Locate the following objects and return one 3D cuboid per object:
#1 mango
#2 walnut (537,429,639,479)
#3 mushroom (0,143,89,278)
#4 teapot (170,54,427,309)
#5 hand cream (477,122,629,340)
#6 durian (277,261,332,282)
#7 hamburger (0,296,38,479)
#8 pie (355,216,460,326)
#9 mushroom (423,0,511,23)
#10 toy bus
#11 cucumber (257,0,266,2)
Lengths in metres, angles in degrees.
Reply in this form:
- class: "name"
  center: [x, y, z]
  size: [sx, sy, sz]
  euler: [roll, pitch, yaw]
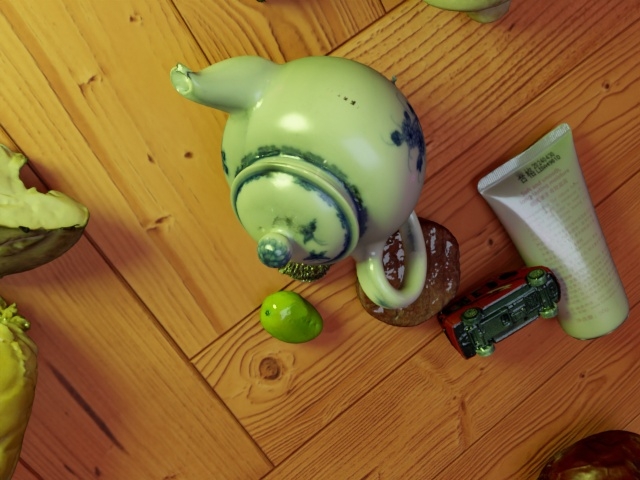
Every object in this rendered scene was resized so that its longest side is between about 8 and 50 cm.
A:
- class: "mango"
  center: [-0.040, 0.113, 1.047]
  size: [0.108, 0.056, 0.073]
  euler: [27, 99, -33]
- class: "walnut"
  center: [0.535, 0.491, 1.365]
  size: [0.269, 0.222, 0.244]
  euler: [-11, 103, -6]
- class: "mushroom"
  center: [-0.414, -0.030, 0.792]
  size: [0.285, 0.156, 0.151]
  euler: [25, 120, -27]
- class: "teapot"
  center: [-0.006, -0.075, 0.870]
  size: [0.424, 0.252, 0.280]
  euler: [46, 48, -25]
- class: "hand cream"
  center: [0.400, 0.003, 1.205]
  size: [0.185, 0.118, 0.359]
  euler: [-33, 110, -6]
- class: "durian"
  center: [0.002, 0.002, 1.026]
  size: [0.140, 0.071, 0.110]
  euler: [-39, 119, -15]
- class: "hamburger"
  center: [-0.477, 0.182, 0.804]
  size: [0.318, 0.158, 0.319]
  euler: [-8, 108, -25]
- class: "pie"
  center: [0.138, 0.050, 1.117]
  size: [0.182, 0.049, 0.182]
  euler: [-7, 109, -21]
- class: "mushroom"
  center: [0.195, -0.388, 0.944]
  size: [0.206, 0.209, 0.206]
  euler: [0, 95, 5]
- class: "toy bus"
  center: [0.290, 0.107, 1.172]
  size: [0.195, 0.089, 0.081]
  euler: [-30, 116, -5]
- class: "cucumber"
  center: [0.004, -0.436, 0.866]
  size: [0.325, 0.105, 0.145]
  euler: [-47, 119, -8]
